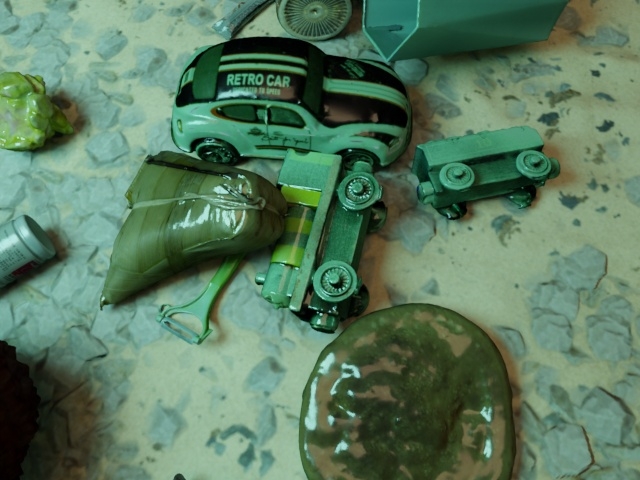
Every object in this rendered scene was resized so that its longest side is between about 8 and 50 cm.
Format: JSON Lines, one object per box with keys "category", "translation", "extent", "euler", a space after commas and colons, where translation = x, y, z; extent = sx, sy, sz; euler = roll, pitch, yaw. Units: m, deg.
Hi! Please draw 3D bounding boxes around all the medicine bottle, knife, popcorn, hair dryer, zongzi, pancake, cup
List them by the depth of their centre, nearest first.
{"category": "pancake", "translation": [0.095, 0.182, 0.506], "extent": [0.241, 0.050, 0.242], "euler": [0, 74, 0]}
{"category": "zongzi", "translation": [-0.145, 0.005, 0.541], "extent": [0.194, 0.099, 0.197], "euler": [14, 75, 33]}
{"category": "medicine bottle", "translation": [-0.359, 0.018, 0.568], "extent": [0.091, 0.058, 0.058], "euler": [-34, 72, -12]}
{"category": "knife", "translation": [-0.119, 0.038, 0.578], "extent": [0.078, 0.023, 0.166], "euler": [23, 69, 24]}
{"category": "popcorn", "translation": [-0.375, -0.161, 0.627], "extent": [0.109, 0.089, 0.097], "euler": [9, 104, 13]}
{"category": "cup", "translation": [0.184, -0.300, 0.633], "extent": [0.235, 0.148, 0.134], "euler": [-7, 85, -24]}
{"category": "hair dryer", "translation": [0.103, -0.388, 0.718], "extent": [0.344, 0.107, 0.189], "euler": [-1, 67, -10]}

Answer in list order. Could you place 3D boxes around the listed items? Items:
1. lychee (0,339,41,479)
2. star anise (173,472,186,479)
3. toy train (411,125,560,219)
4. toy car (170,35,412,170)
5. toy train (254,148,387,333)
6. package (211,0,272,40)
{"category": "lychee", "translation": [-0.373, 0.171, 0.402], "extent": [0.300, 0.264, 0.264], "euler": [14, 69, 3]}
{"category": "star anise", "translation": [-0.039, 0.318, 0.369], "extent": [0.359, 0.315, 0.139], "euler": [26, 101, 49]}
{"category": "toy train", "translation": [0.195, -0.087, 0.604], "extent": [0.172, 0.070, 0.099], "euler": [-11, 59, -4]}
{"category": "toy car", "translation": [-0.036, -0.172, 0.607], "extent": [0.305, 0.125, 0.136], "euler": [4, 68, 3]}
{"category": "toy train", "translation": [0.000, 0.000, 0.568], "extent": [0.132, 0.083, 0.200], "euler": [10, 69, 16]}
{"category": "package", "translation": [-0.109, -0.333, 0.726], "extent": [0.037, 0.015, 0.110], "euler": [37, 72, 14]}
